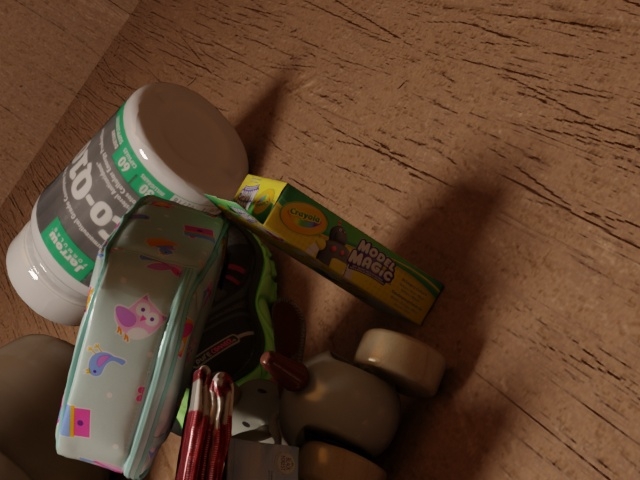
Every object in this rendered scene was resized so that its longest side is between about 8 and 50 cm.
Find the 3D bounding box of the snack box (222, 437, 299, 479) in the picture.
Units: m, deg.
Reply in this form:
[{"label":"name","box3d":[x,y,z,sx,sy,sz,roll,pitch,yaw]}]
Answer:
[{"label":"snack box","box3d":[-0.065,0.303,1.409,0.174,0.070,0.207,-90,9,-56]}]

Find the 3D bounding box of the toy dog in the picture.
[{"label":"toy dog","box3d":[-0.035,0.153,1.556,0.333,0.161,0.220,-33,30,47]}]

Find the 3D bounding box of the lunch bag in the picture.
[{"label":"lunch bag","box3d":[-0.166,0.090,1.580,0.279,0.108,0.224,-73,-2,-73]}]

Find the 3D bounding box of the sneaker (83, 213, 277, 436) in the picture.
[{"label":"sneaker","box3d":[-0.168,0.065,1.934,0.185,0.202,0.483,-52,21,10]}]

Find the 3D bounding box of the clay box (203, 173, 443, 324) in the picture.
[{"label":"clay box","box3d":[0.000,0.000,1.620,0.053,0.222,0.127,-58,21,-6]}]

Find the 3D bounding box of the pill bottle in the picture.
[{"label":"pill bottle","box3d":[-0.282,-0.042,2.361,0.361,0.204,0.204,-43,24,34]}]

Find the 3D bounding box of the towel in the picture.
[{"label":"towel","box3d":[-0.115,0.275,1.417,0.237,0.037,0.329,139,139,-80]}]

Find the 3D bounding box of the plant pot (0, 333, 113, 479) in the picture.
[{"label":"plant pot","box3d":[-0.387,0.272,2.035,0.323,0.323,0.280,-34,14,46]}]
